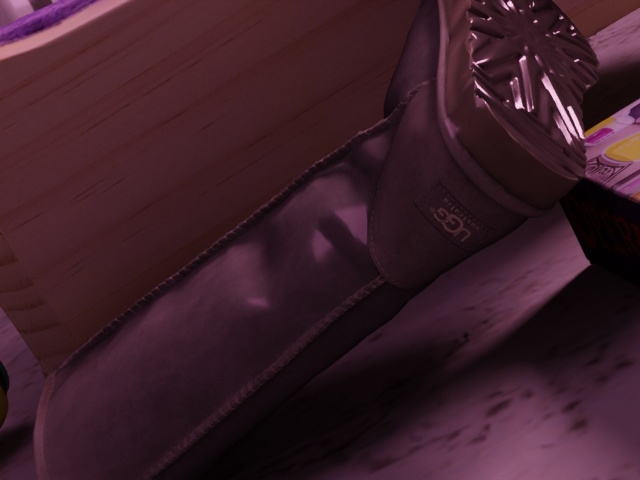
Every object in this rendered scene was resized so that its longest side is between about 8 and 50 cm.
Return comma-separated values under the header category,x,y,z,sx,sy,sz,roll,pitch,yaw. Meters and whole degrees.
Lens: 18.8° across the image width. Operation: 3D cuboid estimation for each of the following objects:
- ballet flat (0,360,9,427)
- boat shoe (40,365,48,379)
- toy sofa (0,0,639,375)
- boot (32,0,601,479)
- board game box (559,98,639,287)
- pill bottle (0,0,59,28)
category,x,y,z,sx,sy,sz,roll,pitch,yaw
ballet flat,-0.234,0.096,0.871,0.231,0.077,0.077,-15,37,38
boat shoe,-0.117,0.025,0.907,0.056,0.049,0.152,-30,15,-1
toy sofa,-0.001,-0.099,0.785,0.362,0.177,0.150,-32,34,-3
boot,-0.002,-0.002,0.675,0.208,0.076,0.190,-45,9,26
board game box,0.205,-0.033,0.506,0.208,0.056,0.347,-28,14,-7
pill bottle,-0.112,-0.139,1.217,0.283,0.161,0.161,-30,15,-1
